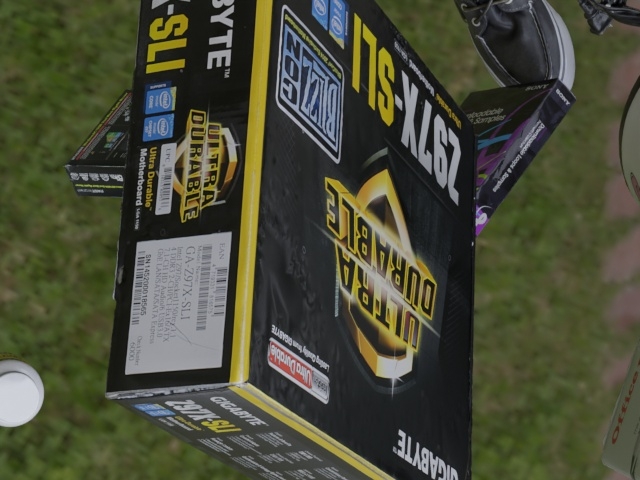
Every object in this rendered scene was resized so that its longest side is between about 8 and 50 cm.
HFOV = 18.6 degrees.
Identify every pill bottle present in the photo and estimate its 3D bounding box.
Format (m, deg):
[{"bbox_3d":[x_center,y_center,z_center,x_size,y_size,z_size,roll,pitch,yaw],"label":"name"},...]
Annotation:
[{"bbox_3d":[-0.299,0.144,1.871,0.065,0.116,0.065,-1,93,-15],"label":"pill bottle"}]

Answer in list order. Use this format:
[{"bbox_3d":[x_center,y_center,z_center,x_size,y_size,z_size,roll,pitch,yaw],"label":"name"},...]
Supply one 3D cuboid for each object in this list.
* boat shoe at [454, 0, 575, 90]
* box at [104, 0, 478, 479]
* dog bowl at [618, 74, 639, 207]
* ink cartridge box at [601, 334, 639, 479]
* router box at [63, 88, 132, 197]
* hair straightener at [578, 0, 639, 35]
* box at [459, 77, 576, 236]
[{"bbox_3d":[0.144,-0.219,1.673,0.076,0.080,0.229,7,60,-60],"label":"boat shoe"},{"bbox_3d":[0.000,0.000,1.037,0.322,0.079,0.257,42,45,-59],"label":"box"},{"bbox_3d":[0.488,-0.058,1.816,0.408,0.408,0.150,56,24,-43],"label":"dog bowl"},{"bbox_3d":[0.282,0.111,1.363,0.086,0.208,0.153,19,90,-8],"label":"ink cartridge box"},{"bbox_3d":[-0.162,-0.089,1.777,0.122,0.092,0.038,-57,139,-41],"label":"router box"},{"bbox_3d":[0.209,-0.181,1.366,0.089,0.230,0.047,70,41,-60],"label":"hair straightener"},{"bbox_3d":[0.119,-0.061,1.551,0.029,0.116,0.162,50,62,-22],"label":"box"}]
